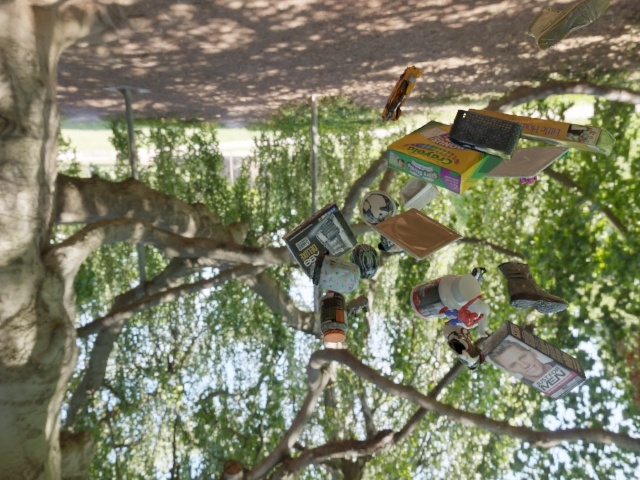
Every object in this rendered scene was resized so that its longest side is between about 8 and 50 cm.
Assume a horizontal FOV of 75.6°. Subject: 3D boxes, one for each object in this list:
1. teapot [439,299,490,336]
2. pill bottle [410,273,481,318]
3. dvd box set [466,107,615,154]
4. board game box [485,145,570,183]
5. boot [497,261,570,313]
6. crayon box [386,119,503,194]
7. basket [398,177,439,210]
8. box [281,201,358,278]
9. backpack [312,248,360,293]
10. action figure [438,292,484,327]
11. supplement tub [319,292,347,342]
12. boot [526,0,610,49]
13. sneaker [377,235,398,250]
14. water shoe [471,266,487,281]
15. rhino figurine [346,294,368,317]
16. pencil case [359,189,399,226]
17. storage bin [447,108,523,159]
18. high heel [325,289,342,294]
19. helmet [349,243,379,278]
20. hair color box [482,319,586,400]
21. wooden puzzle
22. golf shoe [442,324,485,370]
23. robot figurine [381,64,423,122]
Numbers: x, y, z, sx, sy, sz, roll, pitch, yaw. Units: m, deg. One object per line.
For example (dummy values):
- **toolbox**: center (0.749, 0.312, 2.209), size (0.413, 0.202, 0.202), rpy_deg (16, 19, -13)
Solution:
- **teapot**: center (0.759, 0.385, 2.207), size (0.252, 0.187, 0.256), rpy_deg (25, 178, 4)
- **pill bottle**: center (0.582, 0.256, 1.925), size (0.176, 0.177, 0.318), rpy_deg (-8, 166, -30)
- **dvd box set**: center (0.762, -0.381, 1.440), size (0.420, 0.062, 0.307), rpy_deg (25, -160, 37)
- **board game box**: center (1.045, -0.403, 2.199), size (0.389, 0.051, 0.389), rpy_deg (-31, -155, -26)
- **boot**: center (0.720, 0.150, 1.388), size (0.246, 0.161, 0.083), rpy_deg (13, 144, -19)
- **crayon box**: center (0.509, -0.356, 1.695), size (0.313, 0.106, 0.362), rpy_deg (-33, -135, -28)
- **basket**: center (0.483, -0.234, 2.014), size (0.103, 0.167, 0.113), rpy_deg (28, -147, -32)
- **box**: center (0.000, 0.000, 2.002), size (0.307, 0.243, 0.076), rpy_deg (-36, -160, -14)
- **backpack**: center (0.063, 0.135, 1.607), size (0.181, 0.152, 0.115), rpy_deg (14, -155, 8)
- **action figure**: center (0.581, 0.281, 1.633), size (0.138, 0.092, 0.280), rpy_deg (-29, 174, -5)
- **supplement tub**: center (0.055, 0.328, 1.749), size (0.116, 0.117, 0.191), rpy_deg (-2, -129, 1)
- **boot**: center (0.953, -0.876, 1.608), size (0.261, 0.095, 0.204), rpy_deg (-35, -152, 31)
- **sneaker**: center (0.357, -0.005, 1.990), size (0.120, 0.108, 0.302), rpy_deg (-10, 161, -9)
- **water shoe**: center (0.947, 0.241, 2.495), size (0.080, 0.203, 0.073), rpy_deg (-3, -134, -5)
- **rhino figurine**: center (0.200, 0.388, 2.408), size (0.073, 0.107, 0.243), rpy_deg (13, -161, 41)
- **pencil case**: center (0.289, -0.149, 1.963), size (0.183, 0.160, 0.410), rpy_deg (38, -168, 7)
- **storage bin**: center (0.467, -0.299, 1.174), size (0.180, 0.085, 0.122), rpy_deg (25, -169, 24)
- **high heel**: center (0.054, 0.291, 2.249), size (0.117, 0.082, 0.244), rpy_deg (-17, -178, -13)
- **helmet**: center (0.228, 0.100, 2.138), size (0.169, 0.162, 0.169), rpy_deg (-1, -157, 0)
- **hair color box**: center (0.863, 0.490, 1.685), size (0.346, 0.174, 0.105), rpy_deg (30, -146, 2)
- **wooden puzzle**: center (0.320, -0.022, 1.385), size (0.238, 0.045, 0.221), rpy_deg (-20, -139, -32)
- **golf shoe**: center (0.576, 0.418, 1.723), size (0.120, 0.105, 0.273), rpy_deg (33, -170, -22)
- **robot figurine**: center (0.393, -0.712, 2.037), size (0.084, 0.291, 0.211), rpy_deg (24, -161, -8)
